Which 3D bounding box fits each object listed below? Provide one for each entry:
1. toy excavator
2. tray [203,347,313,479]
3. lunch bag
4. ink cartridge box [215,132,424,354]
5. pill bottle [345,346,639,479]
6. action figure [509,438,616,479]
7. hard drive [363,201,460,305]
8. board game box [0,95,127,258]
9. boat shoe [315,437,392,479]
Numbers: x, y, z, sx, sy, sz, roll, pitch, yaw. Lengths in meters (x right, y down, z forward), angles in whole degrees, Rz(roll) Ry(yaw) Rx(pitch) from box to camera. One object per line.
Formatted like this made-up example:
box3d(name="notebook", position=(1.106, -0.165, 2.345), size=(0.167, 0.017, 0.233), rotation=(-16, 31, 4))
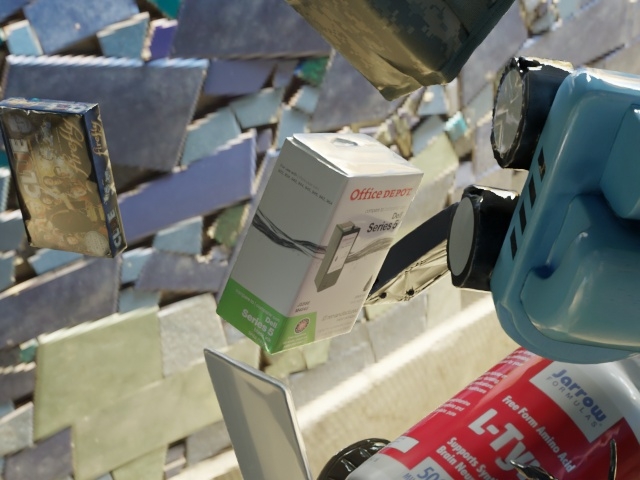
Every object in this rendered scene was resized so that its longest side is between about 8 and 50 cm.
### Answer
box3d(name="toy excavator", position=(0.290, -0.016, 0.863), size=(0.223, 0.432, 0.445), rotation=(8, 33, -10))
box3d(name="tray", position=(-0.060, 0.252, 1.330), size=(0.145, 0.270, 0.030), rotation=(21, 46, 41))
box3d(name="lunch bag", position=(0.090, -0.300, 0.903), size=(0.287, 0.235, 0.169), rotation=(-50, 14, -12))
box3d(name="ink cartridge box", position=(0.000, 0.000, 1.463), size=(0.115, 0.272, 0.198), rotation=(35, 23, 27))
box3d(name="pill bottle", position=(0.246, 0.258, 1.263), size=(0.408, 0.229, 0.229), rotation=(-33, 52, -19))
box3d(name="action figure", position=(0.176, 0.293, 0.884), size=(0.164, 0.141, 0.275), rotation=(39, 83, 25))
box3d(name="hard drive", position=(0.179, 0.020, 1.722), size=(0.172, 0.255, 0.054), rotation=(-2, 59, -52))
box3d(name="board game box", position=(-0.396, -0.096, 1.650), size=(0.165, 0.243, 0.042), rotation=(7, 31, 24))
box3d(name="boat shoe", position=(0.009, 0.399, 1.539), size=(0.111, 0.104, 0.307), rotation=(43, 47, 10))
